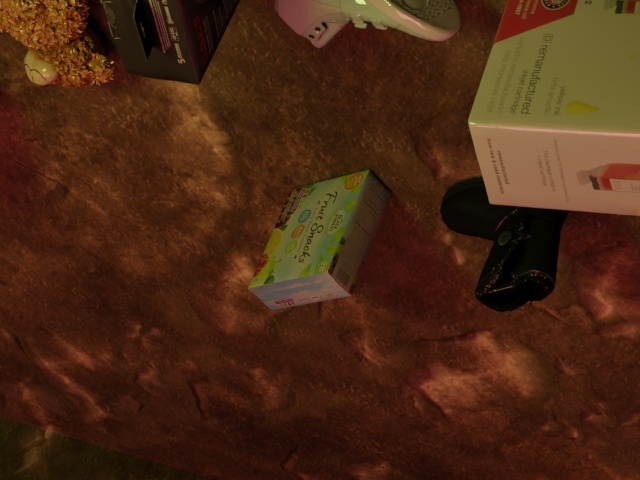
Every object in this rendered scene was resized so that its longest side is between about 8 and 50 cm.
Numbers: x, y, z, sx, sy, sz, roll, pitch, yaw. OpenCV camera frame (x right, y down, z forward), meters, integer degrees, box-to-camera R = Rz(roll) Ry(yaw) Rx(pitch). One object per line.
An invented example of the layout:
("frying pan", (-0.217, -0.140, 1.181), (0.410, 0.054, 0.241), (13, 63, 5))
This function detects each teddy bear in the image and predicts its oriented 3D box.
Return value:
("teddy bear", (-0.432, -0.342, 2.210), (0.245, 0.113, 0.338), (14, 147, 16))

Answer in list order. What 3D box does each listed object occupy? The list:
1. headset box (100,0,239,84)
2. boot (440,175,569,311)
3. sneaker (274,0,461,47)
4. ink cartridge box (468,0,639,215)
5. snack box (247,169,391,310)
("headset box", (-0.176, -0.353, 1.876), (0.110, 0.293, 0.218), (11, 145, 16))
("boot", (0.255, 0.006, 2.233), (0.246, 0.207, 0.094), (-12, 135, 41))
("sneaker", (0.057, -0.303, 1.997), (0.256, 0.094, 0.151), (28, 142, 8))
("ink cartridge box", (0.403, -0.180, 1.813), (0.384, 0.279, 0.160), (5, 143, 23))
("snack box", (0.000, 0.000, 2.369), (0.174, 0.207, 0.070), (-12, 135, 42))
